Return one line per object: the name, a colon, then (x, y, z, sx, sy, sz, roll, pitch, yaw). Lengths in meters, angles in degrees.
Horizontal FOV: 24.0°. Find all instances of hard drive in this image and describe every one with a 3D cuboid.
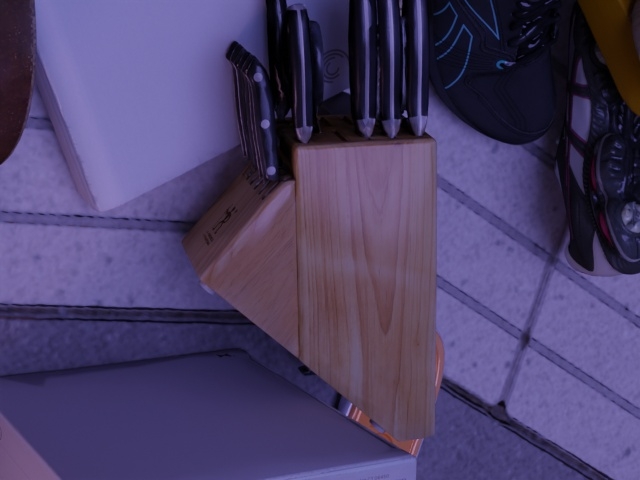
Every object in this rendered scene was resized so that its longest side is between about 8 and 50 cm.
hard drive: (-0.100, -0.217, 0.956, 0.233, 0.047, 0.353, -29, 127, -19)

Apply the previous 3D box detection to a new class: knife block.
knife block: (0.037, -0.035, 1.007, 0.276, 0.088, 0.242, 41, 94, -21)

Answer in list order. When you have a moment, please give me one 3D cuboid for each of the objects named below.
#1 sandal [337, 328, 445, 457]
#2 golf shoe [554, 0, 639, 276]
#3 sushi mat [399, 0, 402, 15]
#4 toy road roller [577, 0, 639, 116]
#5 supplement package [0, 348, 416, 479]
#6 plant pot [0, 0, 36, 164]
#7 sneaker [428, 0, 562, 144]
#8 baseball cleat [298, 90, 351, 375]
sandal: (0.041, 0.188, 1.138, 0.102, 0.076, 0.265, 15, 93, -28)
golf shoe: (0.220, -0.106, 1.163, 0.105, 0.120, 0.273, 9, 73, -21)
sushi mat: (-0.031, -0.278, 1.042, 0.316, 0.019, 0.151, 21, 91, -28)
toy road roller: (0.306, -0.261, 1.079, 0.241, 0.202, 0.329, -12, 77, -40)
supplement package: (-0.090, 0.178, 0.965, 0.204, 0.262, 0.145, -5, 102, -26)
plant pot: (-0.303, -0.124, 0.806, 0.230, 0.215, 0.215, -14, 106, -34)
sneaker: (0.126, -0.174, 1.076, 0.101, 0.106, 0.267, -43, 127, -24)
baseball cleat: (0.000, 0.000, 1.084, 0.109, 0.072, 0.206, -14, 105, -23)
